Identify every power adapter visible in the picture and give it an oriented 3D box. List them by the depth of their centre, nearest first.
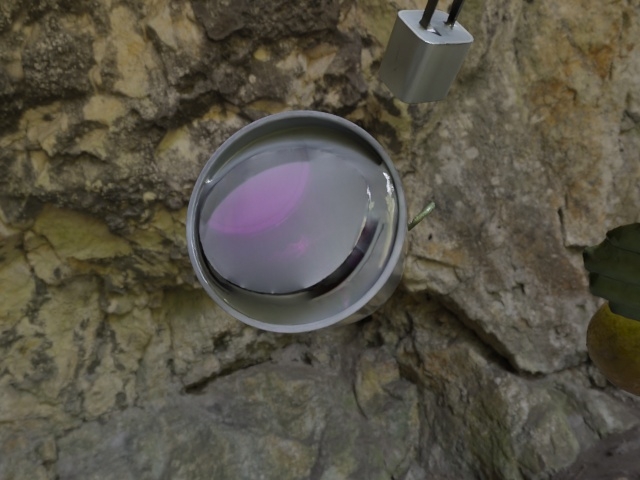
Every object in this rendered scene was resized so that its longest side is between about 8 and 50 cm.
[{"bbox_3d":[0.214,-0.391,0.902,0.130,0.125,0.205,-12,-34,-25],"label":"power adapter"}]

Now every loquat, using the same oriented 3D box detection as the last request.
[{"bbox_3d":[0.635,0.207,0.928,0.213,0.213,0.246,-11,-20,-24],"label":"loquat"}]

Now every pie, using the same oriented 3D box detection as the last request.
[{"bbox_3d":[0.225,-0.053,1.047,0.085,0.017,0.085,-42,-7,-6],"label":"pie"}]

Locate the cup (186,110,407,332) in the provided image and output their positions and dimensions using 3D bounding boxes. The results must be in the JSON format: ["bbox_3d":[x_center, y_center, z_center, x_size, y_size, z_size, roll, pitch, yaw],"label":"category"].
[{"bbox_3d":[0.000,0.000,0.664,0.253,0.253,0.371,-21,-13,8],"label":"cup"}]

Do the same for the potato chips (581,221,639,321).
[{"bbox_3d":[0.441,0.078,0.344,0.358,0.070,0.429,26,-8,-41],"label":"potato chips"}]
